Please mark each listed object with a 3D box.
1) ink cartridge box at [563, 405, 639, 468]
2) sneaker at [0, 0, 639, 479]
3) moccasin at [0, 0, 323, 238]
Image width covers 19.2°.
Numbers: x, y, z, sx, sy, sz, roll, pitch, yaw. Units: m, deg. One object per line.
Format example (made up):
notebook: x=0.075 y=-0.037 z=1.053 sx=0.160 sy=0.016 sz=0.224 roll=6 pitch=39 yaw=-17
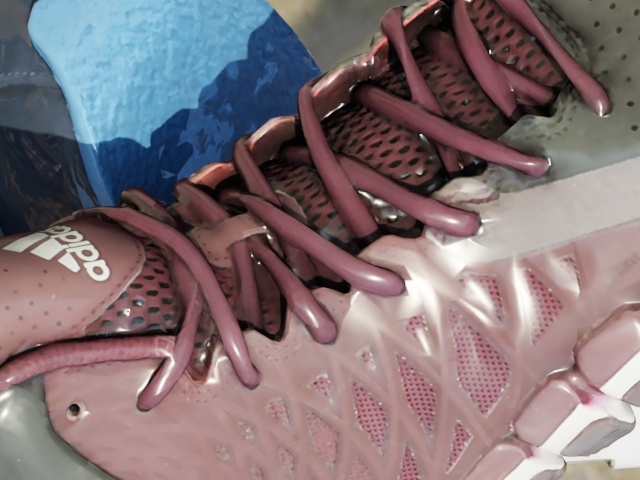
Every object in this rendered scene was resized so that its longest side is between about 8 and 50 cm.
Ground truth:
ink cartridge box: x=0.170 y=-0.072 z=0.789 sx=0.272 sy=0.309 sz=0.130 roll=-2 pitch=-163 yaw=-15
sneaker: x=0.000 y=0.000 z=0.416 sx=0.162 sy=0.106 sz=0.281 roll=18 pitch=113 yaw=-40
moccasin: x=-0.017 y=0.049 z=0.613 sx=0.117 sy=0.342 sz=0.138 roll=11 pitch=-139 yaw=42
